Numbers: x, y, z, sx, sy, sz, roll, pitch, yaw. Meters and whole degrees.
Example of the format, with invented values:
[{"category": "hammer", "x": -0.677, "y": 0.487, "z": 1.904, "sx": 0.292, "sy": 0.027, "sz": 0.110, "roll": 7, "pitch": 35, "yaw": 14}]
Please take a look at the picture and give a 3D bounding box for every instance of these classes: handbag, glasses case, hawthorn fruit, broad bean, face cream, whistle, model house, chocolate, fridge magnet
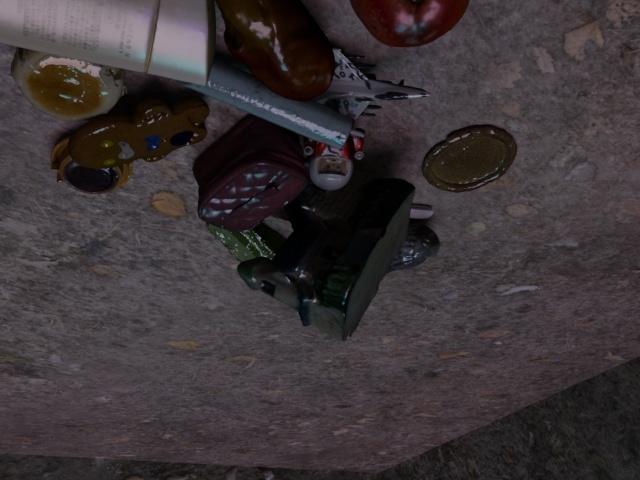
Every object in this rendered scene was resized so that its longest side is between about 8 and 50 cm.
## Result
[{"category": "handbag", "x": -0.134, "y": -0.118, "z": 1.121, "sx": 0.225, "sy": 0.135, "sz": 0.146, "roll": -33, "pitch": 142, "yaw": 29}, {"category": "glasses case", "x": 0.218, "y": -0.066, "z": 1.369, "sx": 0.083, "sy": 0.021, "sz": 0.032, "roll": 3, "pitch": 141, "yaw": -17}, {"category": "hawthorn fruit", "x": 0.122, "y": -0.346, "z": 0.820, "sx": 0.172, "sy": 0.173, "sz": 0.173, "roll": -6, "pitch": 145, "yaw": -4}, {"category": "broad bean", "x": -0.068, "y": -0.292, "z": 0.867, "sx": 0.122, "sy": 0.156, "sz": 0.228, "roll": -32, "pitch": 145, "yaw": 23}, {"category": "face cream", "x": -0.308, "y": -0.328, "z": 0.805, "sx": 0.348, "sy": 0.081, "sz": 0.174, "roll": 7, "pitch": 116, "yaw": -22}, {"category": "whistle", "x": -0.096, "y": -0.229, "z": 0.963, "sx": 0.312, "sy": 0.062, "sz": 0.062, "roll": 21, "pitch": 138, "yaw": -11}, {"category": "model house", "x": 0.001, "y": 0.001, "z": 1.187, "sx": 0.284, "sy": 0.298, "sz": 0.243, "roll": 23, "pitch": 149, "yaw": 20}, {"category": "chocolate", "x": 0.163, "y": 0.031, "z": 1.428, "sx": 0.248, "sy": 0.110, "sz": 0.110, "roll": -24, "pitch": 142, "yaw": 22}, {"category": "fridge magnet", "x": -0.417, "y": -0.136, "z": 1.094, "sx": 0.143, "sy": 0.063, "sz": 0.143, "roll": -5, "pitch": 143, "yaw": -3}]

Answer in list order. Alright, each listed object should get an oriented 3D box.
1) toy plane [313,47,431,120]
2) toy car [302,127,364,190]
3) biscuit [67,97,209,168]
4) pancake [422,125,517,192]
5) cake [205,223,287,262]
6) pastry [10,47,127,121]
[{"category": "toy plane", "x": 0.067, "y": -0.258, "z": 1.009, "sx": 0.234, "sy": 0.082, "sz": 0.160, "roll": -2, "pitch": 138, "yaw": 12}, {"category": "toy car", "x": 0.019, "y": -0.147, "z": 1.096, "sx": 0.112, "sy": 0.112, "sz": 0.139, "roll": 3, "pitch": 176, "yaw": -6}, {"category": "biscuit", "x": -0.302, "y": -0.175, "z": 1.012, "sx": 0.236, "sy": 0.039, "sz": 0.180, "roll": -18, "pitch": 165, "yaw": -18}, {"category": "pancake", "x": 0.311, "y": -0.166, "z": 1.247, "sx": 0.199, "sy": 0.021, "sz": 0.199, "roll": -6, "pitch": 144, "yaw": -4}, {"category": "cake", "x": -0.154, "y": 0.001, "z": 1.378, "sx": 0.100, "sy": 0.099, "sz": 0.235, "roll": -28, "pitch": 120, "yaw": 27}, {"category": "pastry", "x": -0.378, "y": -0.258, "z": 0.909, "sx": 0.165, "sy": 0.088, "sz": 0.166, "roll": -9, "pitch": 147, "yaw": -6}]
